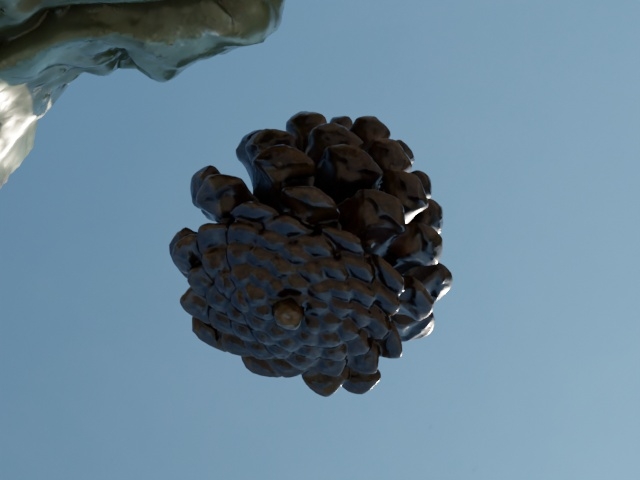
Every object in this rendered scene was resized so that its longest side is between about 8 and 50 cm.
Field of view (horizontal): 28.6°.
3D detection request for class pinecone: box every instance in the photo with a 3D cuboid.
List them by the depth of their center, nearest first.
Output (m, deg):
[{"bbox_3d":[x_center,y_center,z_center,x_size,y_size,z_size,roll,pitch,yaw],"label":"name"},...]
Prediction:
[{"bbox_3d":[0.000,0.000,0.902,0.208,0.208,0.207,7,-122,-12],"label":"pinecone"}]

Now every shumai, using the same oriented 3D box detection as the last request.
[{"bbox_3d":[-0.214,-0.167,0.748,0.263,0.304,0.309,-50,-134,2],"label":"shumai"}]
